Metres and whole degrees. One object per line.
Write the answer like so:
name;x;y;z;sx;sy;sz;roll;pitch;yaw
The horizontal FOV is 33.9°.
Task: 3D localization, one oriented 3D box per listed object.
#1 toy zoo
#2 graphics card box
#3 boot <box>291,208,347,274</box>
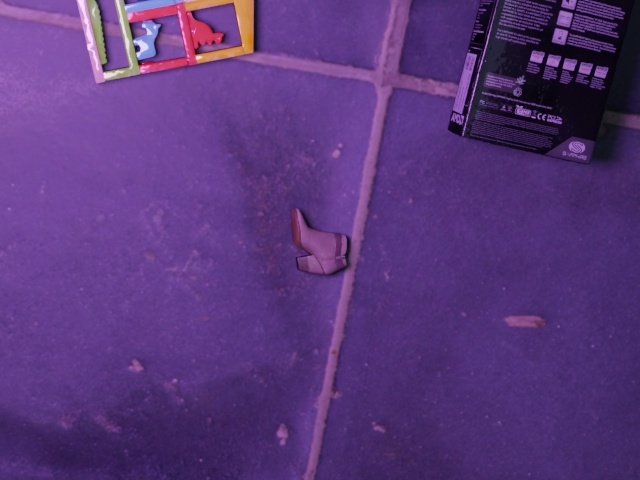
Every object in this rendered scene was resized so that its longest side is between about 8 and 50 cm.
toy zoo;-0.220;-0.363;1.607;0.293;0.030;0.192;-12;105;-6
graphics card box;0.364;-0.325;1.685;0.232;0.094;0.371;10;101;-12
boot;0.000;0.000;1.733;0.087;0.042;0.118;-8;106;-14
